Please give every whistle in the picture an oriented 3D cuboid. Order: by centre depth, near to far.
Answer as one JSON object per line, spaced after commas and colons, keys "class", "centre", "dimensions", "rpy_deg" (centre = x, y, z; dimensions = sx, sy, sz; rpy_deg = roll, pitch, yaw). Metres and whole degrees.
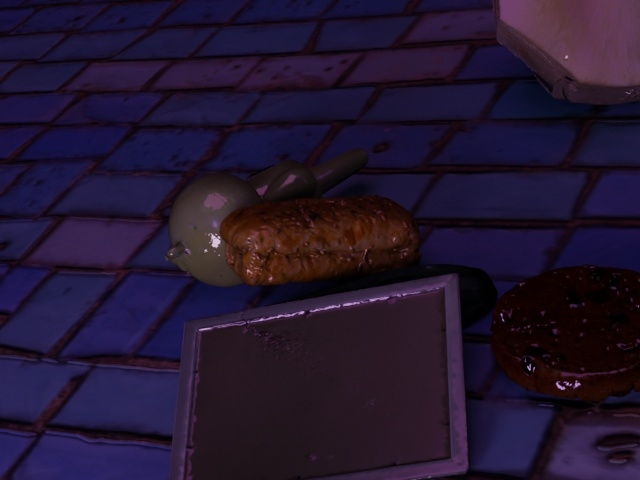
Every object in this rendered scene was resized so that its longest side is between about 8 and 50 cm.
{"class": "whistle", "centre": [-0.055, -0.025, 1.675], "dimensions": [0.294, 0.141, 0.141], "rpy_deg": [-14, 25, -30]}

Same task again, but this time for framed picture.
{"class": "framed picture", "centre": [-0.002, 0.149, 1.386], "dimensions": [0.296, 0.019, 0.232], "rpy_deg": [-10, 49, 15]}

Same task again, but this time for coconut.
{"class": "coconut", "centre": [0.360, -0.330, 1.744], "dimensions": [0.352, 0.353, 0.353], "rpy_deg": [-13, 31, 8]}

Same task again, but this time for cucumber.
{"class": "cucumber", "centre": [0.062, 0.068, 1.495], "dimensions": [0.243, 0.063, 0.115], "rpy_deg": [-17, 31, 0]}

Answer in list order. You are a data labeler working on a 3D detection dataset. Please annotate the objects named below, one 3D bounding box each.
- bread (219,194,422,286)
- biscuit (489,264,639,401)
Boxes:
{"class": "bread", "centre": [0.000, 0.000, 1.554], "dimensions": [0.211, 0.083, 0.114], "rpy_deg": [-6, 19, -19]}
{"class": "biscuit", "centre": [0.256, 0.087, 1.375], "dimensions": [0.192, 0.049, 0.192], "rpy_deg": [-9, 36, 7]}
